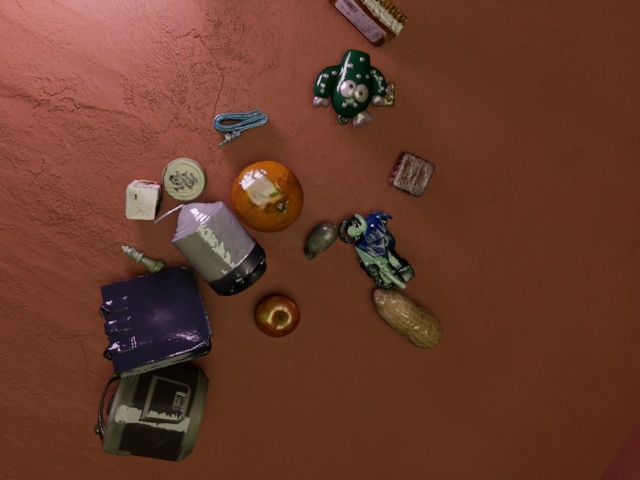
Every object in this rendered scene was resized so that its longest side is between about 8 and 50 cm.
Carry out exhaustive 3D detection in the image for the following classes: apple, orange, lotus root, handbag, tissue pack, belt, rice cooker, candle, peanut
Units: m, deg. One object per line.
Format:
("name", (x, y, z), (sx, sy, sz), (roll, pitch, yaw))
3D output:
("apple", (-0.156, 0.267, 1.866), (0.164, 0.139, 0.163), (0, 91, -16))
("orange", (-0.172, -0.140, 1.714), (0.240, 0.240, 0.239), (-3, 104, -11))
("lotus root", (-0.002, -0.001, 1.855), (0.088, 0.088, 0.165), (40, 107, -18))
("handbag", (-0.535, 0.260, 1.694), (0.330, 0.122, 0.303), (-15, 64, -15))
("tissue pack", (0.146, -0.723, 1.654), (0.226, 0.183, 0.092), (35, 90, -18))
("belt", (-0.258, -0.373, 1.723), (0.179, 0.065, 0.099), (-14, 96, -8))
("rice cooker", (-0.564, 0.552, 1.758), (0.326, 0.335, 0.335), (17, 100, -14))
("tissue pack", (-0.559, -0.130, 1.673), (0.099, 0.148, 0.106), (4, 103, -12))
("candle", (-0.344, 0.003, 1.711), (0.221, 0.221, 0.342), (-36, 110, -1))
("peanut", (0.328, 0.286, 1.967), (0.325, 0.153, 0.140), (40, 128, -10))

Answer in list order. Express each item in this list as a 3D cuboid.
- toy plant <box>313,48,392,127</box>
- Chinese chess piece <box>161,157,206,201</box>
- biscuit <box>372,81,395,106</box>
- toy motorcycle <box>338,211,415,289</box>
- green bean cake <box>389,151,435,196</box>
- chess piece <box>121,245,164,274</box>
("toy plant", (0.104, -0.499, 1.739), (0.233, 0.112, 0.243), (38, 88, -13))
("Chinese chess piece", (-0.447, -0.199, 1.727), (0.144, 0.058, 0.144), (-3, 104, -10))
("biscuit", (0.218, -0.503, 1.810), (0.082, 0.018, 0.083), (-2, 104, -11))
("toy motorcycle", (0.215, 0.026, 1.892), (0.196, 0.125, 0.331), (-38, 104, 0))
("green bean cake", (0.326, -0.235, 1.879), (0.136, 0.056, 0.135), (21, 97, -16))
("chess piece", (-0.601, 0.060, 1.765), (0.149, 0.059, 0.059), (35, 95, -12))
